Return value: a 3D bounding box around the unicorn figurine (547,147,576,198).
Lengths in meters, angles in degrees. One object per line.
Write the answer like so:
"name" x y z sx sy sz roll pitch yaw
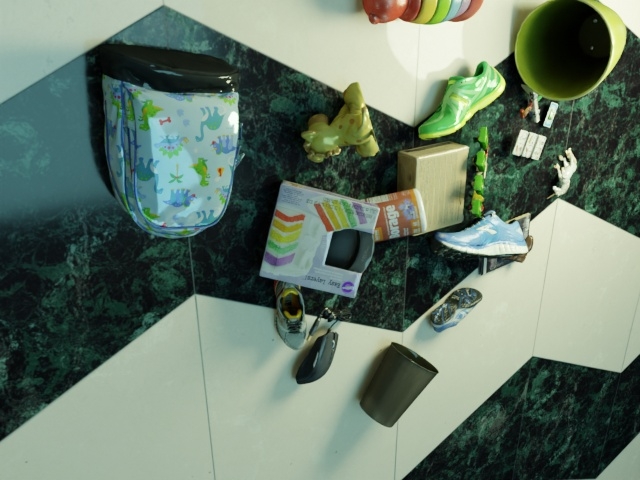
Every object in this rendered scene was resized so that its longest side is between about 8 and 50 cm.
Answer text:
"unicorn figurine" 0.826 -0.225 1.999 0.162 0.060 0.111 -46 127 -7

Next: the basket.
"basket" 0.239 0.462 1.870 0.204 0.154 0.227 28 97 -40

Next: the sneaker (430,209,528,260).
"sneaker" 0.489 -0.017 1.850 0.330 0.130 0.147 -1 79 -21

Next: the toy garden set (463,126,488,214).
"toy garden set" 0.458 -0.191 1.735 0.204 0.049 0.244 9 87 -72

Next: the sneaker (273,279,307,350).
"sneaker" -0.082 0.202 1.573 0.088 0.093 0.225 -12 117 -6

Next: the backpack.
"backpack" -0.301 -0.184 1.200 0.290 0.273 0.355 -3 124 -39

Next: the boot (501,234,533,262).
"boot" 0.663 0.023 1.999 0.114 0.037 0.106 12 102 -32

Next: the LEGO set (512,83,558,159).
"LEGO set" 0.670 -0.385 1.855 0.182 0.060 0.244 0 112 -46

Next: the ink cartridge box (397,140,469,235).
"ink cartridge box" 0.318 -0.151 1.688 0.193 0.088 0.235 -15 117 -29

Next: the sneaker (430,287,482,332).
"sneaker" 0.447 0.229 1.954 0.211 0.080 0.081 -28 140 -16

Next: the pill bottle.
"pill bottle" 0.165 -0.059 1.570 0.216 0.121 0.121 -12 120 4

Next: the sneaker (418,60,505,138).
"sneaker" 0.371 -0.384 1.629 0.295 0.109 0.123 -40 104 -10

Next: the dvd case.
"dvd case" 0.624 0.012 2.000 0.221 0.018 0.164 -19 121 -26

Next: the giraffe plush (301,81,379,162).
"giraffe plush" 0.040 -0.260 1.432 0.170 0.210 0.181 -16 126 7

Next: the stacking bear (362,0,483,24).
"stacking bear" 0.231 -0.590 1.408 0.289 0.164 0.175 -18 119 -20

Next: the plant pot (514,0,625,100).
"plant pot" 0.759 -0.571 1.704 0.293 0.275 0.275 -27 124 -39

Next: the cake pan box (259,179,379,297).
"cake pan box" 0.000 0.000 1.486 0.267 0.070 0.246 15 103 -6

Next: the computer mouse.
"computer mouse" 0.003 0.306 1.662 0.262 0.060 0.184 -58 152 2
